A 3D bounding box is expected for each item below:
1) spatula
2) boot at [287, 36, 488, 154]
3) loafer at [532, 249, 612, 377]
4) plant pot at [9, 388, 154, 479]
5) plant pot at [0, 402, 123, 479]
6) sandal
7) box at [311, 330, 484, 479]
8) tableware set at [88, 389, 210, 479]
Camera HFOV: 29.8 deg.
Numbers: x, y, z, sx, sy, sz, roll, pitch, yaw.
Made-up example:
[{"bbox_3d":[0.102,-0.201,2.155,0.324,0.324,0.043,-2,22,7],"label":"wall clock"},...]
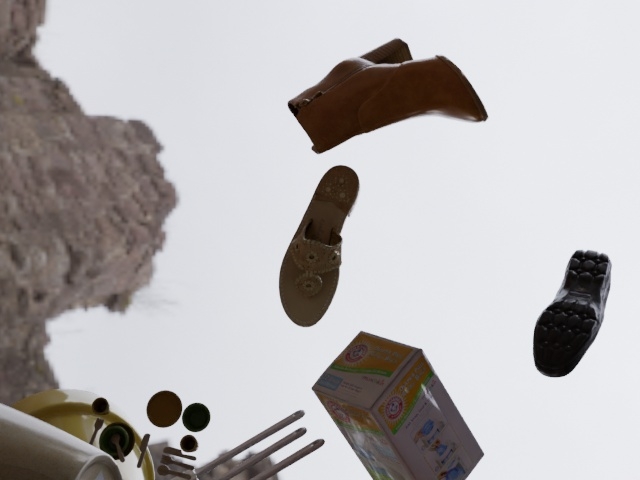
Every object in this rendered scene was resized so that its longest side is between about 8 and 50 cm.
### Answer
[{"bbox_3d":[-0.109,0.287,1.452,0.019,0.242,0.168,63,-8,-12],"label":"spatula"},{"bbox_3d":[0.085,-0.180,1.695,0.295,0.211,0.104,43,-15,55],"label":"boot"},{"bbox_3d":[0.315,0.099,1.485,0.076,0.223,0.078,10,-51,22],"label":"loafer"},{"bbox_3d":[-0.341,0.354,1.640,0.239,0.254,0.254,-155,-113,-69],"label":"plant pot"},{"bbox_3d":[-0.321,0.237,1.053,0.274,0.256,0.256,1,-86,16],"label":"plant pot"},{"bbox_3d":[-0.006,-0.002,1.691,0.088,0.079,0.240,16,-102,12],"label":"sandal"},{"bbox_3d":[0.097,0.223,1.482,0.114,0.103,0.203,13,-37,48],"label":"box"},{"bbox_3d":[-0.217,0.234,1.507,0.154,0.024,0.104,13,-104,15],"label":"tableware set"}]
